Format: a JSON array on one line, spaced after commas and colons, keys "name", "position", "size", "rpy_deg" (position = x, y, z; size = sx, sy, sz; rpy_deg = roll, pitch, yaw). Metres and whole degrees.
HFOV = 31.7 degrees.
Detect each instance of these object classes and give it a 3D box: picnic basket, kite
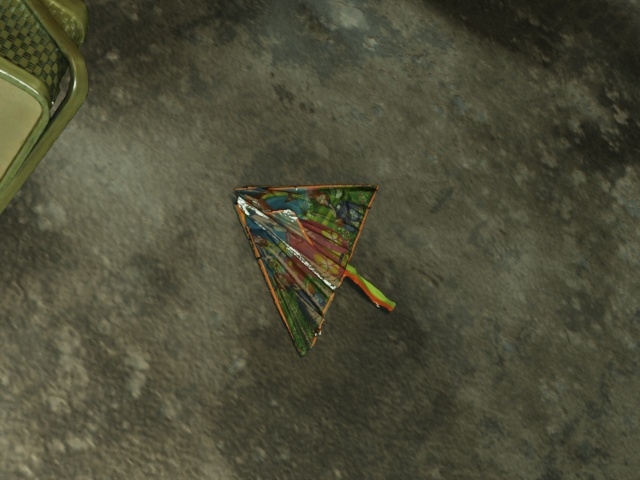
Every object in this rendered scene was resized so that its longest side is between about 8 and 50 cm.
[{"name": "picnic basket", "position": [-0.299, -0.131, 0.756], "size": [0.267, 0.165, 0.139], "rpy_deg": [30, 30, -18]}, {"name": "kite", "position": [0.000, 0.000, 1.014], "size": [0.183, 0.014, 0.241], "rpy_deg": [39, 41, -7]}]
